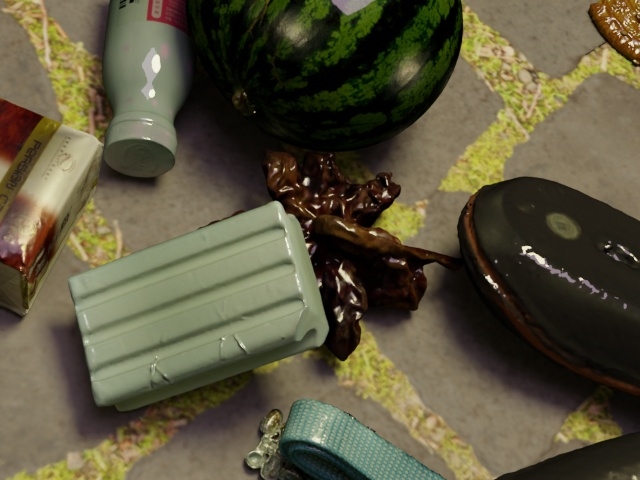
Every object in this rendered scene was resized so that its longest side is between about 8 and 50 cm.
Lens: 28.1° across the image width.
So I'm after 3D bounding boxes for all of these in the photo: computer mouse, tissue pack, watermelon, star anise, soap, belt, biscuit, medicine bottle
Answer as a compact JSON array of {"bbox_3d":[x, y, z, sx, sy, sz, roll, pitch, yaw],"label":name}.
[{"bbox_3d":[0.270,0.055,1.201,0.323,0.116,0.183,27,42,-3],"label":"computer mouse"},{"bbox_3d":[-0.270,-0.031,1.112,0.106,0.099,0.149,23,58,-1],"label":"tissue pack"},{"bbox_3d":[0.004,-0.211,1.203,0.268,0.269,0.269,7,59,-12],"label":"watermelon"},{"bbox_3d":[0.000,0.000,1.159,0.220,0.126,0.190,-36,71,-26],"label":"star anise"},{"bbox_3d":[-0.102,0.057,1.067,0.198,0.066,0.119,-20,73,12],"label":"soap"},{"bbox_3d":[0.035,0.202,1.089,0.179,0.100,0.065,34,55,-13],"label":"belt"},{"bbox_3d":[0.417,-0.243,1.469,0.206,0.025,0.126,-10,64,-20],"label":"biscuit"},{"bbox_3d":[-0.165,-0.168,1.227,0.090,0.090,0.217,8,60,-11],"label":"medicine bottle"}]

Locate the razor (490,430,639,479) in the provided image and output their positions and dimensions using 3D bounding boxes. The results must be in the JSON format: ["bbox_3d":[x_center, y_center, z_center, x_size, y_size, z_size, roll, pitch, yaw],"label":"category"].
[{"bbox_3d":[0.297,0.256,1.100,0.326,0.107,0.189,-9,63,-20],"label":"razor"}]
